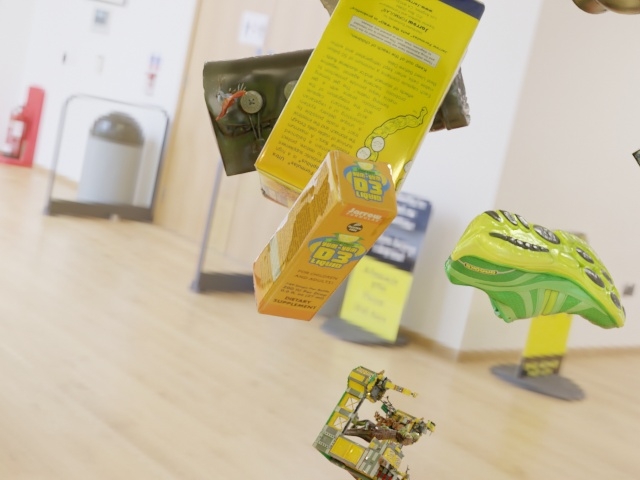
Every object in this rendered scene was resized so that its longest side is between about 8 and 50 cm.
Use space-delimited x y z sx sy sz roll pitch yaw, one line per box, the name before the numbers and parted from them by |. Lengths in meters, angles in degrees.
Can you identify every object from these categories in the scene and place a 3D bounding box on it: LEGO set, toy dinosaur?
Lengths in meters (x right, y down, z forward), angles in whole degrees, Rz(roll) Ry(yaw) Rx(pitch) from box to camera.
LEGO set | 0.154 0.439 2.272 0.192 0.255 0.331 19 -30 39
toy dinosaur | -0.145 -0.231 1.748 0.047 0.090 0.082 -4 23 -14

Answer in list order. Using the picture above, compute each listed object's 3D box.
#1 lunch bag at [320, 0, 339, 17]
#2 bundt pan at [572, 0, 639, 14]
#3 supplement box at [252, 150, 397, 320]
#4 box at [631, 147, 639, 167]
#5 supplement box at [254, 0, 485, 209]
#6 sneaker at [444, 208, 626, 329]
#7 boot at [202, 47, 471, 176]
lunch bag | 0.168 -0.562 2.236 0.235 0.287 0.169 25 -24 49
bundt pan | 0.249 -0.344 1.005 0.331 0.124 0.331 42 -12 11
supplement box | 0.000 0.000 1.224 0.078 0.233 0.080 11 49 -23
box | 0.530 -0.092 1.546 0.027 0.137 0.094 -30 -2 -45
supplement box | 0.071 -0.198 1.551 0.195 0.356 0.194 26 -8 4
sneaker | 0.281 0.050 1.386 0.295 0.123 0.109 24 40 -29
boot | 0.008 -0.327 1.853 0.445 0.367 0.146 -10 -4 16
